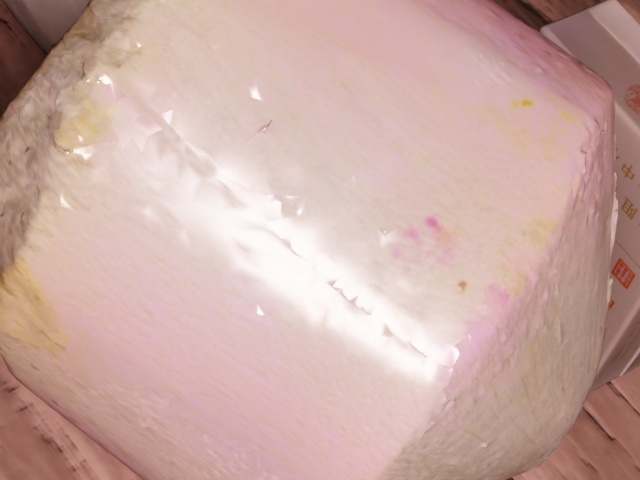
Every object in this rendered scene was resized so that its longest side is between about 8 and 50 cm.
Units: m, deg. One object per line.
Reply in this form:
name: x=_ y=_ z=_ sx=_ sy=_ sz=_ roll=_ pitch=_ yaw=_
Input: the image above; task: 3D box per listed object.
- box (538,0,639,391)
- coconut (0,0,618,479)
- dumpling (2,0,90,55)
box: x=0.158 y=-0.020 z=0.845 sx=0.058 sy=0.201 sz=0.141 roll=-24 pitch=61 yaw=-28
coconut: x=0.000 y=0.000 z=0.732 sx=0.309 sy=0.297 sz=0.297 roll=39 pitch=53 yaw=-7
dumpling: x=-0.093 y=-0.199 z=0.943 sx=0.341 sy=0.181 sz=0.260 roll=35 pitch=36 yaw=14
